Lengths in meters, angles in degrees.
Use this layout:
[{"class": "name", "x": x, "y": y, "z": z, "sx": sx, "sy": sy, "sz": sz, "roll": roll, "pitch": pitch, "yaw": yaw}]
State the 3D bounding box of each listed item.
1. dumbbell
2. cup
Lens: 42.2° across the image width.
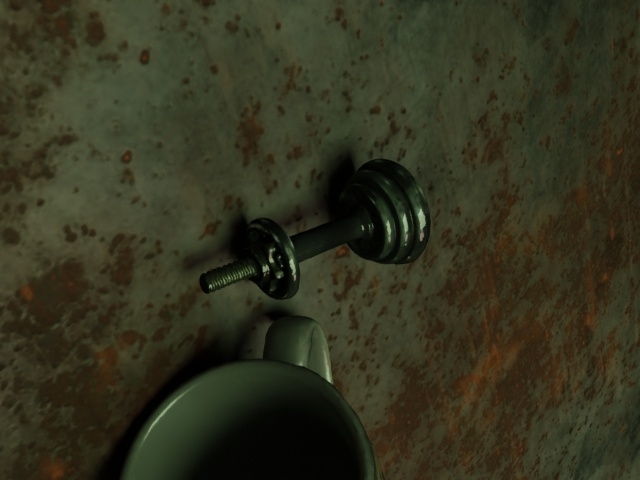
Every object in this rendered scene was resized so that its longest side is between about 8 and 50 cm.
[{"class": "dumbbell", "x": 0.000, "y": 0.000, "z": 0.783, "sx": 0.255, "sy": 0.110, "sz": 0.110, "roll": -22, "pitch": 123, "yaw": -33}, {"class": "cup", "x": -0.034, "y": 0.231, "z": 0.805, "sx": 0.257, "sy": 0.228, "sz": 0.301, "roll": 67, "pitch": 28, "yaw": -55}]
